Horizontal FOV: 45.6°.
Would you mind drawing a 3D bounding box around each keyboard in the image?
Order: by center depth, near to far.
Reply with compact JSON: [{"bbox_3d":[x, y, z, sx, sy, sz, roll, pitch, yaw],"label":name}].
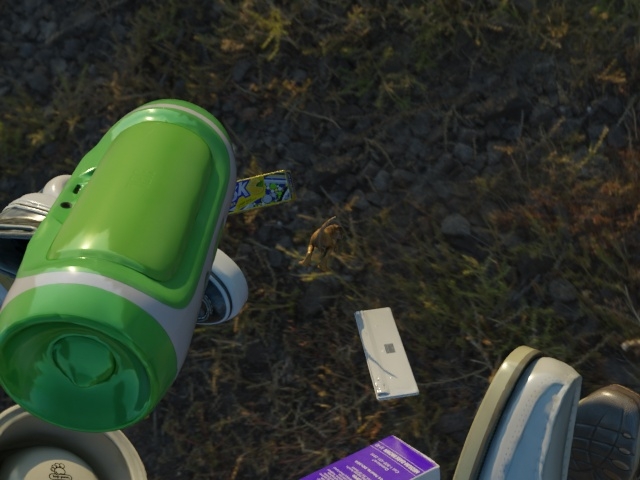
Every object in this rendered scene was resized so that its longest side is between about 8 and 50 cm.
[{"bbox_3d":[0.116,0.199,1.382,0.072,0.256,0.014,-3,120,-6],"label":"keyboard"}]

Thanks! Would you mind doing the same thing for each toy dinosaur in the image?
[{"bbox_3d":[0.000,0.000,1.466,0.064,0.211,0.112,16,95,7],"label":"toy dinosaur"}]

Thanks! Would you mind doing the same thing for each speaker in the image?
[{"bbox_3d":[-0.145,0.001,0.599,0.131,0.131,0.296,-22,31,19],"label":"speaker"}]

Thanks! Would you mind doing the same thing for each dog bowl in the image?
[{"bbox_3d":[-0.597,0.564,1.704,0.150,0.408,0.408,-50,64,25],"label":"dog bowl"}]

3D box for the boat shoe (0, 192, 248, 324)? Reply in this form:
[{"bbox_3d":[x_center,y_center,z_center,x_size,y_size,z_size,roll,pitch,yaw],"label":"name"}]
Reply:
[{"bbox_3d":[-0.253,0.043,0.894,0.335,0.119,0.121,14,126,17],"label":"boat shoe"}]

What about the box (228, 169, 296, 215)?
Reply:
[{"bbox_3d":[-0.134,-0.083,1.396,0.169,0.054,0.059,-12,91,10],"label":"box"}]

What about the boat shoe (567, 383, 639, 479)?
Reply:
[{"bbox_3d":[0.465,0.340,1.242,0.130,0.355,0.132,-36,52,-29],"label":"boat shoe"}]

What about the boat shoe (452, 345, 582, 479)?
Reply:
[{"bbox_3d":[0.134,0.223,0.486,0.103,0.113,0.302,14,97,34],"label":"boat shoe"}]

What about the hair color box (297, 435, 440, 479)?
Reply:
[{"bbox_3d":[-0.006,0.401,0.948,0.110,0.339,0.185,19,120,53],"label":"hair color box"}]

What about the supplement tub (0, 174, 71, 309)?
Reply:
[{"bbox_3d":[-0.382,0.019,1.079,0.200,0.144,0.144,-40,67,16],"label":"supplement tub"}]
